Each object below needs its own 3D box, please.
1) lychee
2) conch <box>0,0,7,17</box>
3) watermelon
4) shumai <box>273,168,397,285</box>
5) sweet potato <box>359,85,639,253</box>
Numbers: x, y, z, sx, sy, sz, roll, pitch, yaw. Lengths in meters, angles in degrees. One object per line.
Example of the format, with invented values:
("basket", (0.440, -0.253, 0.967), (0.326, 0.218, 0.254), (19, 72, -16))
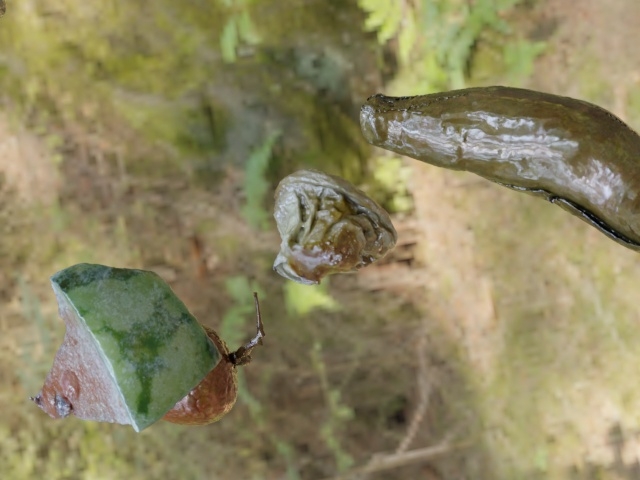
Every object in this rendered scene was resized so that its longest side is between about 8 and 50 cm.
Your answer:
("lychee", (-0.115, 0.125, 1.563), (0.114, 0.140, 0.101), (61, -146, -46))
("conch", (-0.317, -0.266, 1.401), (0.169, 0.203, 0.386), (35, 162, 27))
("watermelon", (-0.143, 0.100, 1.231), (0.121, 0.098, 0.158), (44, 136, 25))
("shumai", (-0.001, -0.003, 1.764), (0.145, 0.145, 0.116), (97, -163, -58))
("sweet potato", (0.169, -0.066, 1.238), (0.112, 0.285, 0.085), (-47, -24, -55))
